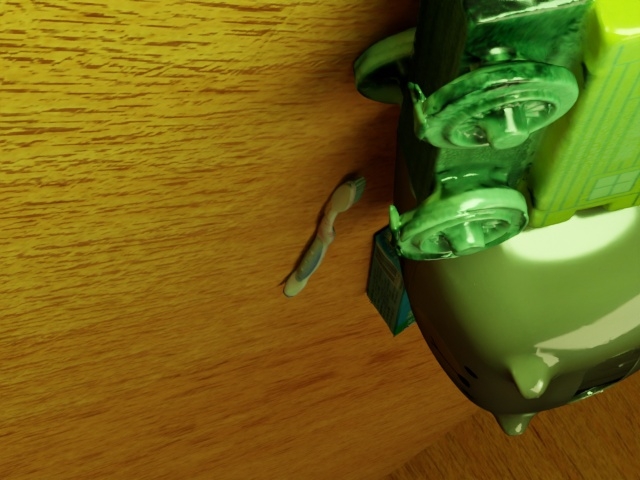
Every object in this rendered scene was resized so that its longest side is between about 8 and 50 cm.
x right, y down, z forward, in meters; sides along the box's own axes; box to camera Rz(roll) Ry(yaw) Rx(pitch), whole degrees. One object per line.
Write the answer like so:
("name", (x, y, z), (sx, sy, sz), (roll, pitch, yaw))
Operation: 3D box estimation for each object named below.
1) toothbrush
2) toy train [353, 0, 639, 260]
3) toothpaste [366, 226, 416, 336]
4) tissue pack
("toothbrush", (0.000, 0.000, 1.759), (0.027, 0.021, 0.269), (-22, 164, -23))
("toy train", (0.170, -0.125, 1.250), (0.272, 0.179, 0.442), (-13, 163, -5))
("toothpaste", (0.091, 0.041, 2.038), (0.050, 0.065, 0.266), (-34, 167, -10))
("tissue pack", (0.208, 0.012, 1.654), (0.267, 0.276, 0.387), (-18, 167, -3))
